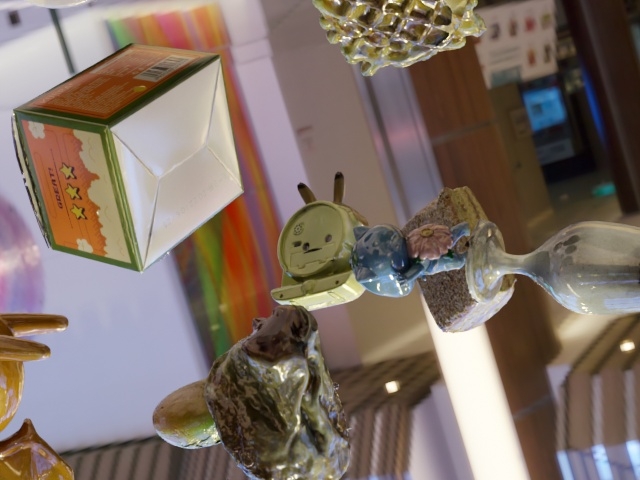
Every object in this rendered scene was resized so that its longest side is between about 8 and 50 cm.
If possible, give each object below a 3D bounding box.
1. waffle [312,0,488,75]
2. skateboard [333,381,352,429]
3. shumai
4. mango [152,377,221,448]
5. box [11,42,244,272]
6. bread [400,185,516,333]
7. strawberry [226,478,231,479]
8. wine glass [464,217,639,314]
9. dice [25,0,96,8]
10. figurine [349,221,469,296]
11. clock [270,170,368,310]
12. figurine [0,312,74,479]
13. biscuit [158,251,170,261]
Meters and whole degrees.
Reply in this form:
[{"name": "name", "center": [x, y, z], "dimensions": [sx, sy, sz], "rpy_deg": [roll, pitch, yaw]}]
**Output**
[{"name": "waffle", "center": [0.094, -0.302, 1.447], "dimensions": [0.204, 0.054, 0.223], "rpy_deg": [-12, 141, 18]}, {"name": "skateboard", "center": [0.031, 0.287, 1.933], "dimensions": [0.032, 0.083, 0.064], "rpy_deg": [-17, 168, -22]}, {"name": "shumai", "center": [-0.031, 0.242, 1.682], "dimensions": [0.203, 0.272, 0.222], "rpy_deg": [-38, -162, 40]}, {"name": "mango", "center": [-0.181, 0.290, 1.902], "dimensions": [0.232, 0.111, 0.125], "rpy_deg": [-9, -145, 21]}, {"name": "box", "center": [-0.207, -0.097, 1.237], "dimensions": [0.148, 0.178, 0.195], "rpy_deg": [13, -143, 29]}, {"name": "bread", "center": [0.259, 0.038, 2.112], "dimensions": [0.110, 0.234, 0.184], "rpy_deg": [-4, 152, -33]}, {"name": "strawberry", "center": [-0.108, 0.485, 1.570], "dimensions": [0.188, 0.286, 0.106], "rpy_deg": [-8, -179, -37]}, {"name": "wine glass", "center": [0.319, 0.034, 1.467], "dimensions": [0.241, 0.126, 0.126], "rpy_deg": [3, -165, 35]}, {"name": "dice", "center": [-0.441, -0.566, 1.874], "dimensions": [0.251, 0.259, 0.243], "rpy_deg": [20, 138, -19]}, {"name": "figurine", "center": [0.133, 0.031, 1.630], "dimensions": [0.178, 0.114, 0.144], "rpy_deg": [-11, 157, 7]}, {"name": "clock", "center": [0.000, 0.000, 1.910], "dimensions": [0.170, 0.232, 0.069], "rpy_deg": [-16, 148, 32]}, {"name": "figurine", "center": [-0.519, 0.267, 1.562], "dimensions": [0.401, 0.387, 0.268], "rpy_deg": [12, -169, -38]}, {"name": "biscuit", "center": [-0.307, -0.048, 1.988], "dimensions": [0.070, 0.106, 0.252], "rpy_deg": [-25, 163, -23]}]
